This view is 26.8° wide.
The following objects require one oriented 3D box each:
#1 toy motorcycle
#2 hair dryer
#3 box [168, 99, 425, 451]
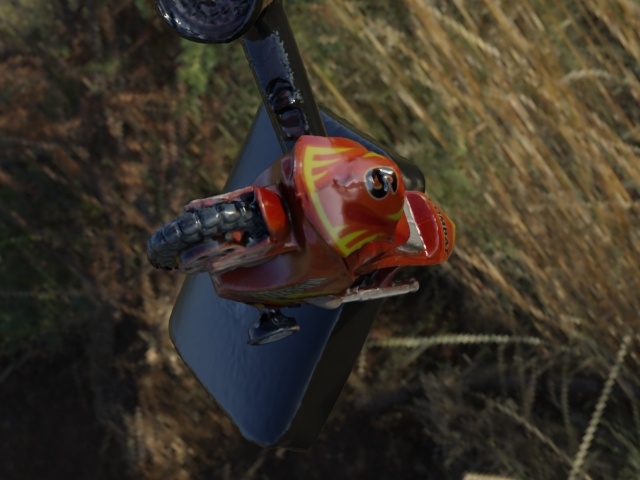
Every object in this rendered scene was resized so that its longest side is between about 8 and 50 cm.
[{"bbox_3d":[-0.002,0.000,0.954,0.171,0.298,0.089,-30,74,14],"label":"toy motorcycle"},{"bbox_3d":[-0.034,-0.139,1.033,0.089,0.251,0.197,-18,17,15],"label":"hair dryer"},{"bbox_3d":[-0.031,0.020,1.243,0.290,0.073,0.289,38,107,58],"label":"box"}]
